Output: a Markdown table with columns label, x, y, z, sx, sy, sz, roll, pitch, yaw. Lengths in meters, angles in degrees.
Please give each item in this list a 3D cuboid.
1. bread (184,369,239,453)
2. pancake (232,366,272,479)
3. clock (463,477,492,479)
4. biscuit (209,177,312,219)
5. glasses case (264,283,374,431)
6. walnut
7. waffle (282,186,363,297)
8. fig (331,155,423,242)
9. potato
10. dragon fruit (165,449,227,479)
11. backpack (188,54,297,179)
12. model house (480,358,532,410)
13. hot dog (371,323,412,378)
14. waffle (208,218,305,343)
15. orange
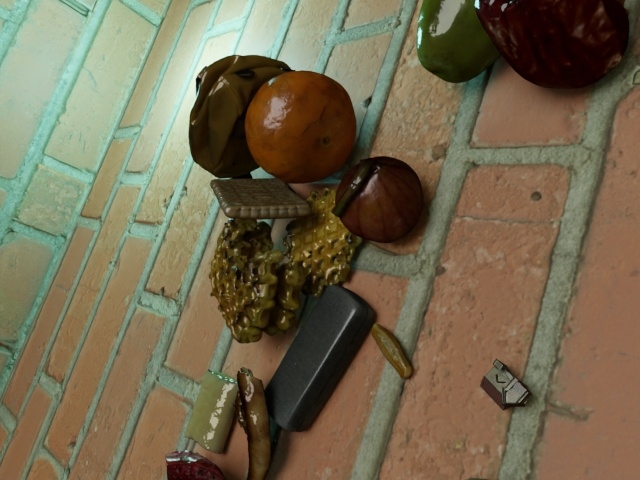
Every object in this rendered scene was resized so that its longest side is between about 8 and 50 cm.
| label | x | y | z | sx | sy | sz | roll | pitch | yaw |
| --- | --- | --- | --- | --- | --- | --- | --- | --- | --- |
| bread | -0.267 | 0.425 | 1.409 | 0.139 | 0.060 | 0.178 | 5 | 73 | 47 |
| pancake | -0.153 | 0.401 | 1.242 | 0.257 | 0.056 | 0.212 | 62 | 146 | 40 |
| clock | 0.236 | 0.479 | 0.839 | 0.235 | 0.029 | 0.235 | -45 | 33 | 40 |
| biscuit | -0.162 | -0.110 | 1.445 | 0.325 | 0.217 | 0.044 | -135 | 44 | -64 |
| glasses case | -0.008 | 0.255 | 1.226 | 0.131 | 0.074 | 0.323 | 35 | 96 | 49 |
| walnut | 0.425 | -0.413 | 1.000 | 0.244 | 0.269 | 0.222 | -40 | 43 | 28 |
| waffle | -0.002 | -0.001 | 1.370 | 0.280 | 0.060 | 0.262 | 35 | 95 | 49 |
| fig | 0.120 | -0.093 | 1.195 | 0.205 | 0.205 | 0.205 | -23 | 54 | 36 |
| potato | 0.326 | -0.486 | 1.188 | 0.304 | 0.216 | 0.216 | -60 | 40 | 15 |
| dragon fruit | -0.281 | 0.563 | 1.295 | 0.211 | 0.134 | 0.262 | -154 | 55 | -63 |
| backpack | -0.200 | -0.333 | 1.565 | 0.201 | 0.353 | 0.378 | 49 | 139 | 25 |
| model house | 0.304 | 0.246 | 0.926 | 0.058 | 0.057 | 0.083 | -49 | 44 | 8 |
| hot dog | 0.144 | 0.218 | 1.126 | 0.137 | 0.028 | 0.044 | 54 | 135 | 49 |
| waffle | -0.163 | 0.089 | 1.377 | 0.324 | 0.151 | 0.261 | 49 | 122 | 54 |
| orange | -0.045 | -0.275 | 1.395 | 0.284 | 0.284 | 0.226 | -57 | 37 | 6 |
